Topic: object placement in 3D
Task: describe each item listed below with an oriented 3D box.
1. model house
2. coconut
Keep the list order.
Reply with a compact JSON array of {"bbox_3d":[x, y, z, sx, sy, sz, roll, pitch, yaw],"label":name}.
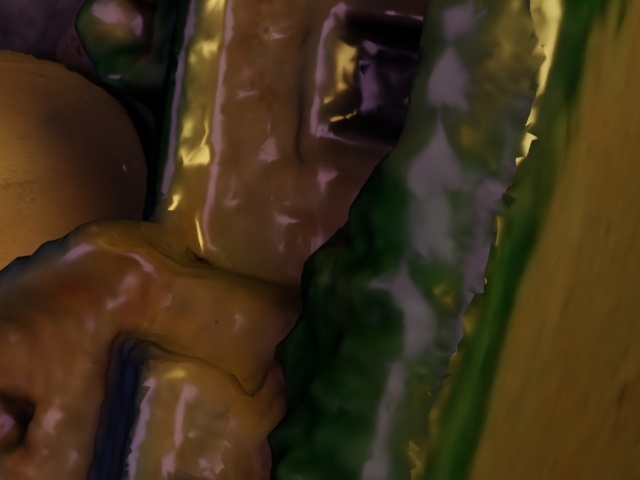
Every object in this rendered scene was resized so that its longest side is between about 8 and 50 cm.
[{"bbox_3d":[0.000,0.000,0.829,0.343,0.335,0.382,17,97,34],"label":"model house"},{"bbox_3d":[-0.235,0.006,1.065,0.239,0.244,0.239,7,102,39],"label":"coconut"}]
